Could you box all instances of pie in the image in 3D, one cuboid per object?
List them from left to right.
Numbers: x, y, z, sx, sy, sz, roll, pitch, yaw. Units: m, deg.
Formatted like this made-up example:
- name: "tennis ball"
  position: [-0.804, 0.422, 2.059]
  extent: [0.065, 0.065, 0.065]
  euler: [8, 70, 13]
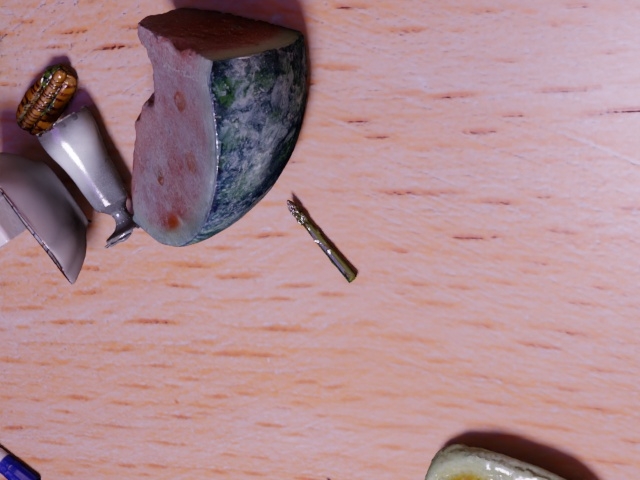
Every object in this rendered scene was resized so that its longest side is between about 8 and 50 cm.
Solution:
- name: "pie"
  position: [0.219, 0.320, 1.547]
  extent: [0.240, 0.054, 0.240]
  euler: [17, 127, 24]

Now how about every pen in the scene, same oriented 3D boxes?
- name: "pen"
  position: [-0.514, 0.277, 2.019]
  extent: [0.269, 0.033, 0.033]
  euler: [35, 131, 12]

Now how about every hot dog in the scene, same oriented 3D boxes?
- name: "hot dog"
  position: [-0.322, -0.162, 1.625]
  extent: [0.049, 0.037, 0.122]
  euler: [43, 133, 0]

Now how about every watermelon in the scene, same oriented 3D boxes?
- name: "watermelon"
  position: [-0.116, -0.130, 1.474]
  extent: [0.226, 0.148, 0.318]
  euler: [59, 147, 14]

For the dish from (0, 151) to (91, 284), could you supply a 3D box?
- name: "dish"
  position: [-0.326, -0.041, 1.655]
  extent: [0.191, 0.066, 0.191]
  euler: [50, 169, 13]

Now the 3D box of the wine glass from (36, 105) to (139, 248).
- name: "wine glass"
  position: [-0.260, -0.073, 1.614]
  extent: [0.072, 0.072, 0.155]
  euler: [-23, 103, 40]

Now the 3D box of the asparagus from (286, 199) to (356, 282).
- name: "asparagus"
  position: [0.000, 0.000, 1.523]
  extent: [0.114, 0.014, 0.015]
  euler: [49, 153, -2]

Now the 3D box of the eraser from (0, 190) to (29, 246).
- name: "eraser"
  position: [-0.469, -0.072, 1.755]
  extent: [0.124, 0.068, 0.210]
  euler: [-29, 99, 39]
